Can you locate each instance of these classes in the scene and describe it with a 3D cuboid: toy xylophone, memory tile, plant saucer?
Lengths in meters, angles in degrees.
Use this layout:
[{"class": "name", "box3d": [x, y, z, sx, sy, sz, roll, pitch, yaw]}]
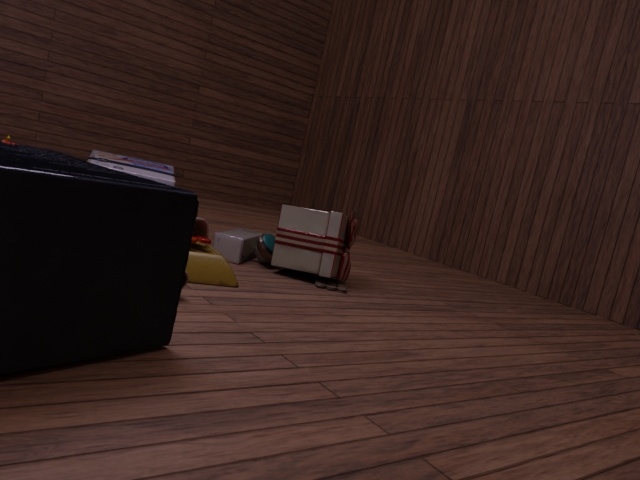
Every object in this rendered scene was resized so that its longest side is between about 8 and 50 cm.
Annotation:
[{"class": "toy xylophone", "box3d": [-0.478, -0.048, 1.556, 0.236, 0.081, 0.322, 17, 8, 35]}, {"class": "memory tile", "box3d": [0.035, 0.151, 1.834, 0.113, 0.012, 0.148, 12, 6, -2]}, {"class": "plant saucer", "box3d": [-0.437, 0.042, 1.586, 0.332, 0.081, 0.332, 9, 8, -28]}]

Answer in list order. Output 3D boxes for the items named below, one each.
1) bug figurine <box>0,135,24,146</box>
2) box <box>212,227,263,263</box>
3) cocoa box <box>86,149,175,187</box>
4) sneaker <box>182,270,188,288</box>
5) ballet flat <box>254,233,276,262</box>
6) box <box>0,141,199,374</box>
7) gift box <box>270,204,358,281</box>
[{"class": "bug figurine", "box3d": [-1.094, -0.304, 1.954, 0.279, 0.072, 0.216, 0, -15, 45]}, {"class": "box", "box3d": [-0.302, 0.016, 1.984, 0.113, 0.094, 0.275, 13, 7, 9]}, {"class": "cocoa box", "box3d": [-0.796, -0.210, 2.220, 0.347, 0.231, 0.228, 10, 21, -21]}, {"class": "sneaker", "box3d": [-0.383, 0.076, 1.312, 0.123, 0.106, 0.290, 16, 21, -12]}, {"class": "ballet flat", "box3d": [-0.182, 0.041, 2.007, 0.106, 0.108, 0.316, -27, -13, 15]}, {"class": "box", "box3d": [-0.551, -0.010, 0.869, 0.471, 0.297, 0.480, 15, 6, 32]}, {"class": "gift box", "box3d": [0.000, 0.000, 1.920, 0.258, 0.255, 0.276, 11, 3, 15]}]
